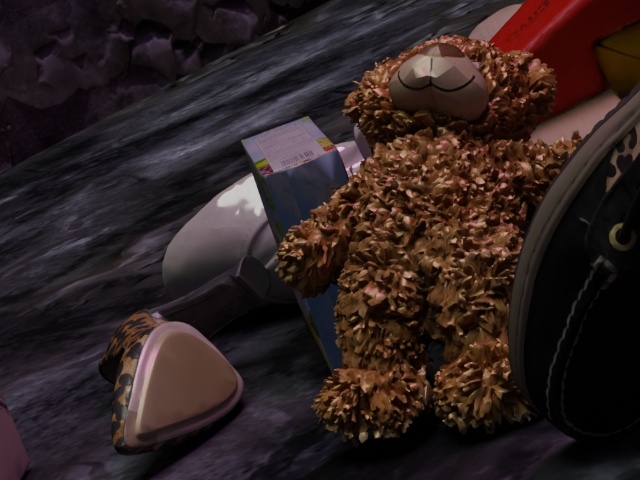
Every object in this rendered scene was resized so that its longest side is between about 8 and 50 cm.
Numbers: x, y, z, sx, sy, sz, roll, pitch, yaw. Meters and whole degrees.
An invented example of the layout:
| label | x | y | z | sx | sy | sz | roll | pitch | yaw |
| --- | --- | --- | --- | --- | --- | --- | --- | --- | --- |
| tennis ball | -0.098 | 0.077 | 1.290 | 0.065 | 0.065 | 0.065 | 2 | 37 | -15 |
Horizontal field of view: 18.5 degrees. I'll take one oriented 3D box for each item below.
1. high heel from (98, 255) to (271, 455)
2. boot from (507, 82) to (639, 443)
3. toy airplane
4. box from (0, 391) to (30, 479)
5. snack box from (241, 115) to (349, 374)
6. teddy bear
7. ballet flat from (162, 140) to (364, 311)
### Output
| label | x | y | z | sx | sy | sz | roll | pitch | yaw |
| --- | --- | --- | --- | --- | --- | --- | --- | --- | --- |
| high heel | -0.148 | 0.125 | 1.575 | 0.186 | 0.093 | 0.261 | -34 | 12 | 32 |
| boot | 0.251 | 0.029 | 1.037 | 0.138 | 0.377 | 0.284 | 12 | 33 | -31 |
| toy airplane | 0.217 | -0.110 | 1.608 | 0.384 | 0.272 | 0.386 | -24 | 35 | 49 |
| box | -0.301 | 0.190 | 1.448 | 0.113 | 0.094 | 0.275 | -19 | 13 | 5 |
| snack box | 0.000 | 0.000 | 1.593 | 0.070 | 0.175 | 0.207 | -20 | 13 | -4 |
| teddy bear | 0.082 | -0.011 | 1.370 | 0.245 | 0.113 | 0.338 | 3 | 63 | 39 |
| ballet flat | 0.052 | -0.024 | 1.769 | 0.400 | 0.139 | 0.139 | -22 | 12 | -10 |
